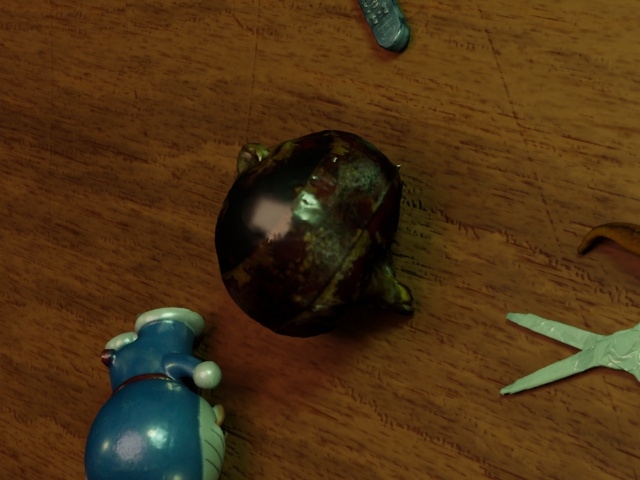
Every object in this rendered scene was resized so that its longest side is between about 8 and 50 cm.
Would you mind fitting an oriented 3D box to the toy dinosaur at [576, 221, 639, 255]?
[{"bbox_3d":[0.361,-0.015,1.545,0.432,0.208,0.097,-12,108,36],"label":"toy dinosaur"}]

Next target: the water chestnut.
[{"bbox_3d":[0.000,0.000,1.887,0.224,0.238,0.224,-60,7,13],"label":"water chestnut"}]

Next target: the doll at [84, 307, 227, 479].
[{"bbox_3d":[-0.181,0.201,2.026,0.215,0.161,0.257,-47,30,40],"label":"doll"}]

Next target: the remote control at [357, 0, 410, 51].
[{"bbox_3d":[0.064,-0.267,2.026,0.043,0.027,0.152,-47,46,30],"label":"remote control"}]

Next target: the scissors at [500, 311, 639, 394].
[{"bbox_3d":[0.268,0.103,1.701,0.247,0.017,0.144,-6,71,45],"label":"scissors"}]
